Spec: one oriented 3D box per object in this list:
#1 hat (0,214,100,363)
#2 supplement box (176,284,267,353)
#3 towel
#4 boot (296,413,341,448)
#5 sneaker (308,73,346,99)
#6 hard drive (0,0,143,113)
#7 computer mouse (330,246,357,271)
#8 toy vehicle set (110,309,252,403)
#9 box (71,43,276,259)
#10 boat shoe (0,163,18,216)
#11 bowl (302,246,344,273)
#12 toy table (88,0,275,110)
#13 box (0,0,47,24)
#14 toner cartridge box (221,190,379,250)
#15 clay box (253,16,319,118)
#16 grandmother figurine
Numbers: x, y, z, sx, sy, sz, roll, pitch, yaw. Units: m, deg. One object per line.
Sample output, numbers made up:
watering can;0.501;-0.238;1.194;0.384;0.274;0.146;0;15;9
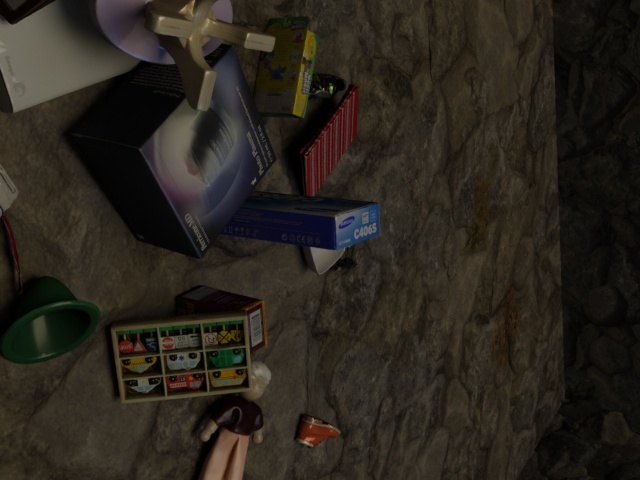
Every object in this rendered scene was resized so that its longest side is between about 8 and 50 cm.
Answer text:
hat;-0.501;0.086;1.349;0.173;0.184;0.208;0;140;-47
supplement box;-0.212;0.170;1.624;0.080;0.188;0.104;-24;117;-51
towel;0.024;-0.248;1.944;0.275;0.031;0.199;-56;161;-29
boot;-0.008;0.537;2.109;0.158;0.059;0.085;30;77;-44
sneaker;-0.004;-0.383;1.882;0.188;0.078;0.067;-23;115;-50
hard drive;-0.440;-0.365;1.316;0.307;0.040;0.203;-37;126;-45
computer mouse;0.068;-0.011;2.101;0.106;0.042;0.193;-11;112;-48
toy vehicle set;-0.274;0.232;1.524;0.035;0.266;0.166;-106;-168;-73
box;-0.261;-0.176;1.459;0.294;0.182;0.296;-56;145;-29
boat shoe;-0.551;-0.146;1.167;0.088;0.096;0.268;-56;139;-36
bowl;0.000;0.000;1.996;0.142;0.053;0.142;-42;130;-40
toy table;-0.218;-0.358;1.253;0.274;0.160;0.252;-20;130;-42
box;-0.360;-0.513;1.224;0.143;0.191;0.381;58;46;-20
toner cartridge box;-0.061;-0.049;1.648;0.165;0.347;0.075;-20;112;-51
clay box;-0.079;-0.393;1.734;0.053;0.127;0.222;12;88;-55
grandmother figurine;-0.196;0.447;1.790;0.208;0.104;0.343;28;77;-62
